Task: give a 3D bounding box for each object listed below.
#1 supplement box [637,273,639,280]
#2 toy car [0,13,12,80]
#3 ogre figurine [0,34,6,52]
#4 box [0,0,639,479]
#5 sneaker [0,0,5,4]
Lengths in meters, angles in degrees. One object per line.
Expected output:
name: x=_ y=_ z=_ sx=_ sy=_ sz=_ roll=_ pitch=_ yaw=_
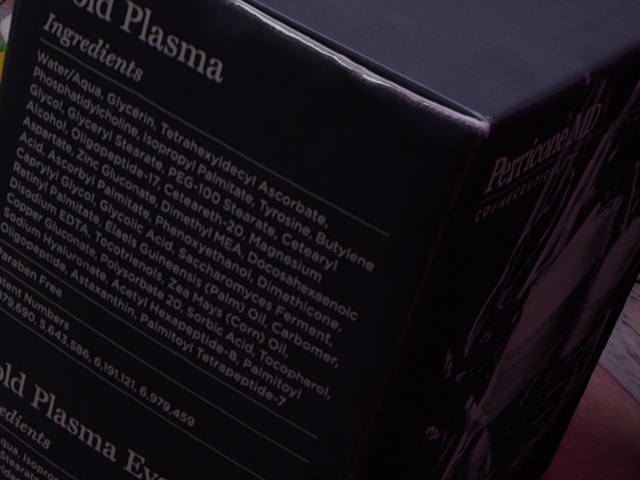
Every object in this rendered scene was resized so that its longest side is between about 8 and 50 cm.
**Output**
supplement box: x=0.264 y=-0.052 z=1.120 sx=0.080 sy=0.078 sz=0.233 roll=10 pitch=28 yaw=-15
toy car: x=-0.166 y=-0.030 z=0.787 sx=0.136 sy=0.159 sz=0.182 roll=45 pitch=11 yaw=-34
ogre figurine: x=-0.154 y=-0.118 z=0.978 sx=0.197 sy=0.097 sz=0.118 roll=47 pitch=26 yaw=25
box: x=0.019 y=0.010 z=0.612 sx=0.179 sy=0.313 sz=0.343 roll=29 pitch=30 yaw=21
sneaker: x=-0.290 y=-0.163 z=0.926 sx=0.125 sy=0.104 sz=0.262 roll=-3 pitch=25 yaw=11
